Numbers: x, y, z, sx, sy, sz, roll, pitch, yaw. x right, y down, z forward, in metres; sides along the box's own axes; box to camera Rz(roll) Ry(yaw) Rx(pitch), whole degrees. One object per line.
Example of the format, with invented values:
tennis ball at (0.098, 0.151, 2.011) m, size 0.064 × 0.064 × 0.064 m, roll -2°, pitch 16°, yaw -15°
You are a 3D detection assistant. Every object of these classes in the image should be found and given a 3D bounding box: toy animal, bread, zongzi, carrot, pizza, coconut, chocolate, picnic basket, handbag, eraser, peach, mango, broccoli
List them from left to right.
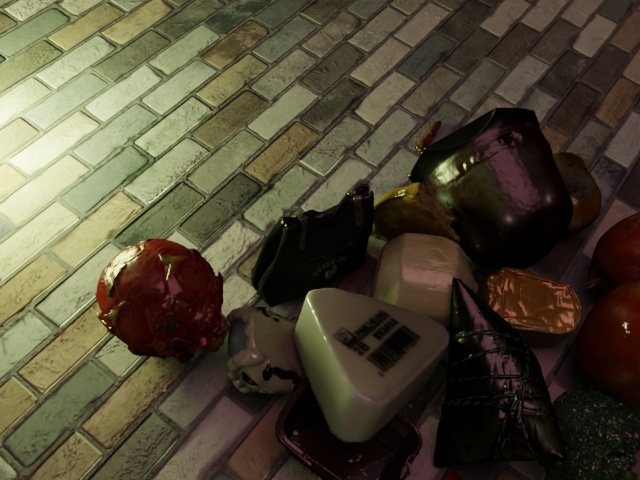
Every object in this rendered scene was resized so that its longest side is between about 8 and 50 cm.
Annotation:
toy animal at (-0.134, 0.255, 1.589) m, size 0.208 × 0.155 × 0.204 m, roll 30°, pitch 45°, yaw -44°
handbag at (0.000, 0.000, 1.709) m, size 0.342 × 0.288 × 0.152 m, roll -25°, pitch 63°, yaw -24°
picnic basket at (0.054, 0.436, 1.516) m, size 0.296 × 0.129 × 0.222 m, roll 32°, pitch 56°, yaw 12°
eraser at (0.097, 0.270, 1.476) m, size 0.330 × 0.150 × 0.331 m, roll 12°, pitch 40°, yaw -10°
pizza at (0.239, -0.055, 1.772) m, size 0.223 × 0.323 × 0.090 m, roll 27°, pitch 68°, yaw -8°
coconut at (0.254, 0.108, 1.699) m, size 0.247 × 0.245 × 0.245 m, roll 12°, pitch 55°, yaw 1°
carrot at (0.333, -0.320, 2.130) m, size 0.035 × 0.036 × 0.165 m, roll 31°, pitch 55°, yaw 13°
zongzi at (0.364, 0.282, 1.543) m, size 0.362 × 0.319 × 0.384 m, roll 51°, pitch 41°, yaw -23°
chocolate at (0.465, -0.095, 1.807) m, size 0.383 × 0.384 × 0.332 m, roll -11°, pitch 62°, yaw -15°
bread at (0.514, 0.172, 1.758) m, size 0.249 × 0.133 × 0.179 m, roll 8°, pitch 56°, yaw -1°
mango at (0.709, -0.152, 2.003) m, size 0.192 × 0.146 × 0.316 m, roll 22°, pitch 49°, yaw -2°
broccoli at (0.608, 0.452, 1.536) m, size 0.270 × 0.270 × 0.270 m, roll 50°, pitch 58°, yaw -13°
peach at (0.761, 0.249, 1.632) m, size 0.307 × 0.332 × 0.308 m, roll 20°, pitch 60°, yaw -37°

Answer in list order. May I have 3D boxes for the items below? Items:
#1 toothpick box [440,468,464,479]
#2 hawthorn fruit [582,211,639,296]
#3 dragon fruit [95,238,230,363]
toothpick box at (0.309, 0.644, 1.365) m, size 0.204 × 0.204 × 0.333 m, roll -33°, pitch 67°, yaw -26°
hawthorn fruit at (0.817, 0.068, 1.809) m, size 0.307 × 0.276 × 0.276 m, roll -14°, pitch 58°, yaw -2°
dragon fruit at (-0.357, 0.131, 1.577) m, size 0.342 × 0.278 × 0.277 m, roll 29°, pitch 57°, yaw 18°
